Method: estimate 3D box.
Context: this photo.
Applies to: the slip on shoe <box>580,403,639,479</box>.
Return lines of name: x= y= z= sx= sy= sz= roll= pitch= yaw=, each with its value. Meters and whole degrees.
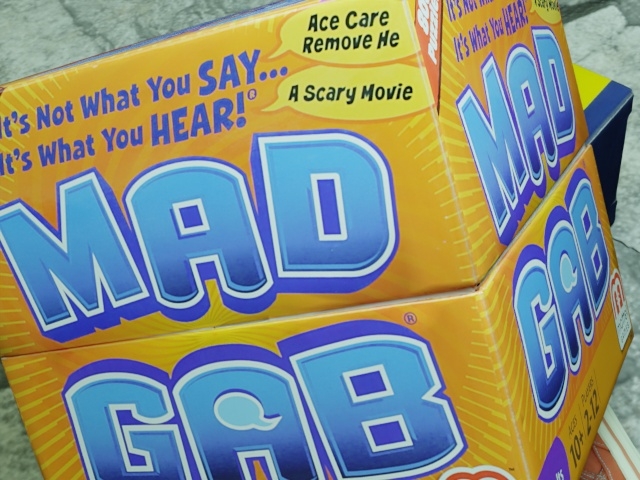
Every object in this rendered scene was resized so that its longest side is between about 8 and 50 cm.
slip on shoe: x=0.230 y=0.216 z=0.976 sx=0.101 sy=0.123 sz=0.331 roll=-27 pitch=48 yaw=2

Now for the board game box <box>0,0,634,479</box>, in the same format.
board game box: x=0.000 y=0.000 z=0.873 sx=0.357 sy=0.356 sz=0.356 roll=-10 pitch=14 yaw=26

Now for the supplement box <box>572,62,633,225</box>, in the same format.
supplement box: x=0.109 y=-0.101 z=1.187 sx=0.357 sy=0.194 sz=0.195 roll=30 pitch=61 yaw=27
